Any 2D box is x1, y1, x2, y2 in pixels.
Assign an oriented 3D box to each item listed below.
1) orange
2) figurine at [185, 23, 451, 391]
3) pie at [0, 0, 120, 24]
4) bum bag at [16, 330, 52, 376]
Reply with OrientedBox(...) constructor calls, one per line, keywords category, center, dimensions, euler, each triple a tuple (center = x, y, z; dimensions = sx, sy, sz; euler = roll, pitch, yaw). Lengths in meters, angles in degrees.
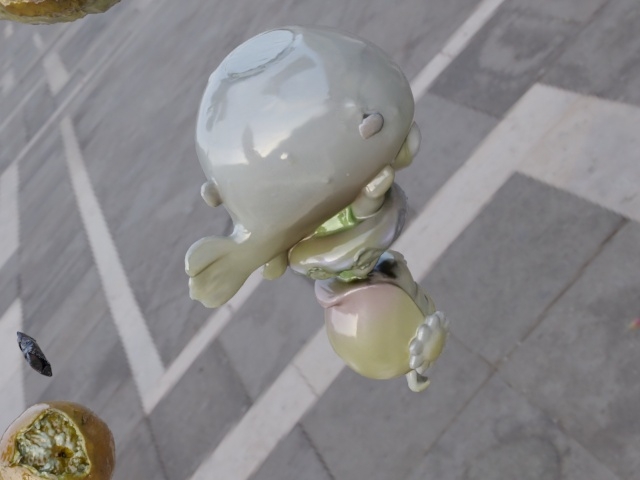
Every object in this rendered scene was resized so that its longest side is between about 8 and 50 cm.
OrientedBox(category="orange", center=(-0.338, 0.282, 1.417), dimensions=(0.134, 0.155, 0.154), euler=(-25, 32, 58))
OrientedBox(category="figurine", center=(0.000, 0.000, 1.051), dimensions=(0.274, 0.394, 0.227), euler=(-37, 32, -18))
OrientedBox(category="pie", center=(-0.238, -0.345, 1.039), dimensions=(0.315, 0.315, 0.092), euler=(-54, -16, -12))
OrientedBox(category="bum bag", center=(-0.547, 0.216, 2.090), dimensions=(0.034, 0.058, 0.124), euler=(-46, 43, -1))
